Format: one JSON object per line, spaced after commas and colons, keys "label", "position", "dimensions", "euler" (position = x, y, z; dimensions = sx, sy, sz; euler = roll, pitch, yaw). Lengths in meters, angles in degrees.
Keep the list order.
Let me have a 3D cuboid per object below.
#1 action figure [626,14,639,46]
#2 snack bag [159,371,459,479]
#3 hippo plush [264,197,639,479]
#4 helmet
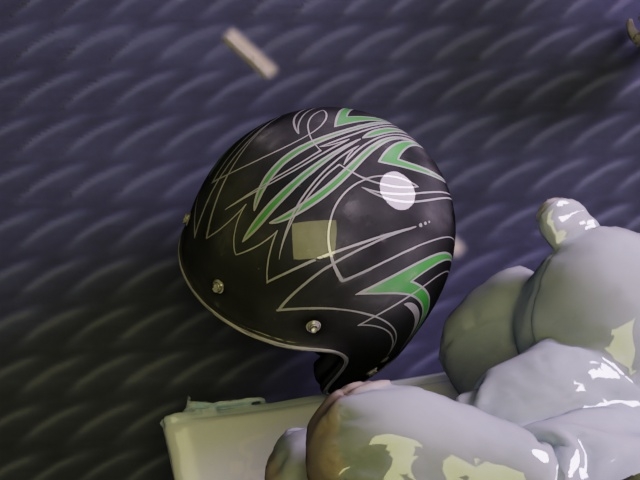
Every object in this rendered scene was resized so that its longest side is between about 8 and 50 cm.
{"label": "action figure", "position": [0.281, -0.180, 1.029], "dimensions": [0.164, 0.141, 0.276], "euler": [-43, 106, -9]}
{"label": "snack bag", "position": [0.084, 0.242, 0.966], "dimensions": [0.323, 0.037, 0.342], "euler": [-8, 81, -19]}
{"label": "hippo plush", "position": [0.115, 0.084, 0.867], "dimensions": [0.234, 0.294, 0.236], "euler": [32, 53, -17]}
{"label": "helmet", "position": [0.000, 0.000, 0.934], "dimensions": [0.169, 0.161, 0.169], "euler": [-3, 62, 6]}
